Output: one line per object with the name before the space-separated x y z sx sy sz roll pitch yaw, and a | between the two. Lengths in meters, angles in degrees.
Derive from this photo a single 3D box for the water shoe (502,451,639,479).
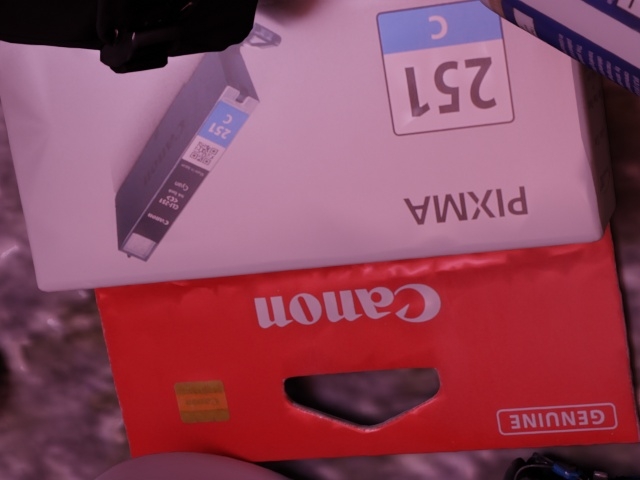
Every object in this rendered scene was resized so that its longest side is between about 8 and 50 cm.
water shoe | 0.126 0.145 0.819 0.203 0.073 0.080 -30 90 28

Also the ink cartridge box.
ink cartridge box | 0.000 0.000 0.816 0.296 0.066 0.261 -6 103 18

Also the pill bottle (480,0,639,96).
pill bottle | 0.153 -0.097 0.643 0.169 0.094 0.094 35 117 23

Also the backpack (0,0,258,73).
backpack | -0.101 -0.273 0.594 0.273 0.290 0.355 55 129 30

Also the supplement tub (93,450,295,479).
supplement tub | -0.097 0.301 0.876 0.235 0.235 0.325 32 116 12
